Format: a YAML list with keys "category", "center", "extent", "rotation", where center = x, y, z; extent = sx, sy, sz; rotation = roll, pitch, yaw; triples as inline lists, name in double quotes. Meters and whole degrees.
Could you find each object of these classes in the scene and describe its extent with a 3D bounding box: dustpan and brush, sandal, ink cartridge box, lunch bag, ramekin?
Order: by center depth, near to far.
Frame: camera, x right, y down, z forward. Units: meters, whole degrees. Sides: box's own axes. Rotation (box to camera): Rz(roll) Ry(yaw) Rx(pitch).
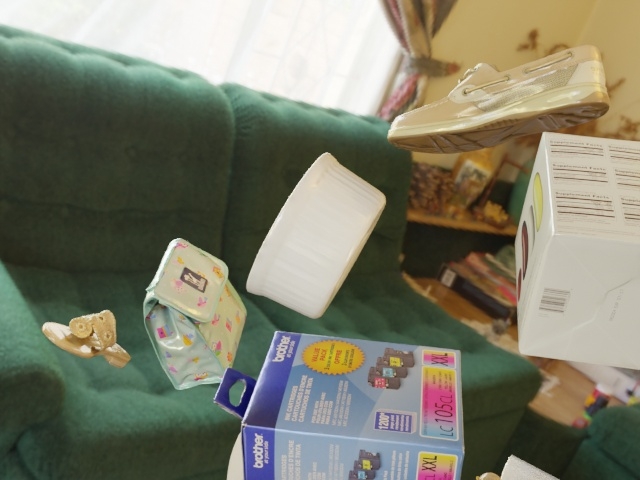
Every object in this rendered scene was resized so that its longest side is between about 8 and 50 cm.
- category: "ink cartridge box"
  center: [0.029, 0.289, 1.273]
  extent: [0.396, 0.151, 0.270]
  rotation: [3, 26, 7]
- category: "sandal"
  center: [-0.383, 0.155, 1.329]
  extent: [0.088, 0.079, 0.240]
  rotation: [38, -6, 23]
- category: "ramekin"
  center: [0.000, 0.000, 1.332]
  extent: [0.135, 0.277, 0.277]
  rotation: [29, 18, 4]
- category: "dustpan and brush"
  center: [0.416, 0.578, 1.612]
  extent: [0.060, 0.211, 0.147]
  rotation: [37, -11, -35]
- category: "lunch bag"
  center: [-0.279, 0.150, 1.665]
  extent: [0.160, 0.262, 0.223]
  rotation: [-12, 33, 16]

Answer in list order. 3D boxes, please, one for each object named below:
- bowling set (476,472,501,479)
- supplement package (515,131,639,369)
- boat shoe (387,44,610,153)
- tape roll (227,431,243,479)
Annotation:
- category: "bowling set"
  center: [0.361, 0.510, 1.381]
  extent: [0.287, 0.154, 0.200]
  rotation: [5, -18, 37]
- category: "supplement package"
  center: [0.325, 0.009, 0.925]
  extent: [0.149, 0.194, 0.203]
  rotation: [7, 41, 6]
- category: "boat shoe"
  center: [0.266, -0.215, 1.202]
  extent: [0.341, 0.110, 0.122]
  rotation: [-9, -12, 24]
- category: "tape roll"
  center: [-0.034, 0.523, 1.723]
  extent: [0.392, 0.392, 0.072]
  rotation: [37, 0, 39]
